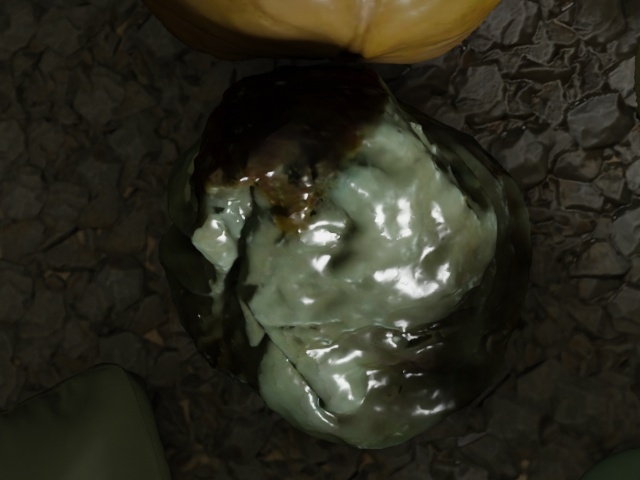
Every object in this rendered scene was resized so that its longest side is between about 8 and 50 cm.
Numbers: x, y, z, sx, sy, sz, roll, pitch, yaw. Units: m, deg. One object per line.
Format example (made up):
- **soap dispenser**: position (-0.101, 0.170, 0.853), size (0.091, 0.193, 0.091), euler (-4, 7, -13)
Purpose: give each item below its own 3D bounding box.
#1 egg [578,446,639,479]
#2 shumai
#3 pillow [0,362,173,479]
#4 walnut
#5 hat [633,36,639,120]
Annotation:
- **egg**: position (0.275, 0.253, 1.169), size (0.168, 0.168, 0.231), euler (-45, 78, 2)
- **shumai**: position (0.000, 0.000, 1.229), size (0.309, 0.263, 0.304), euler (-9, 76, 11)
- **pillow**: position (-0.214, 0.286, 1.298), size (0.255, 0.120, 0.322), euler (-24, 73, 5)
- **walnut**: position (-0.004, -0.316, 1.252), size (0.354, 0.308, 0.398), euler (-6, 66, -24)
- **hat**: position (0.366, -0.156, 1.245), size (0.110, 0.252, 0.252), euler (23, 84, -26)
